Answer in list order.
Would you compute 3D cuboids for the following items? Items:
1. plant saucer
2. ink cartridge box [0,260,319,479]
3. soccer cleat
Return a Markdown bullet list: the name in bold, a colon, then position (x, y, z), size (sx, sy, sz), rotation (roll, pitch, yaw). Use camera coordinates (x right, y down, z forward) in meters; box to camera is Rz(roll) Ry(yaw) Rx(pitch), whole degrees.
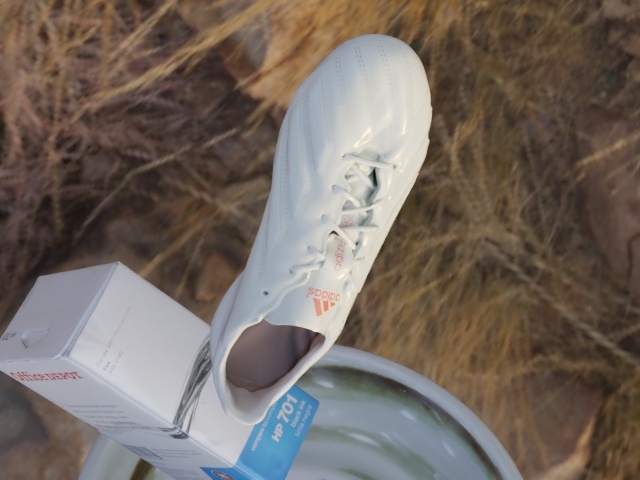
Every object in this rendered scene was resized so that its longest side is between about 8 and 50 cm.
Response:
- **plant saucer**: position (-0.014, 0.269, 1.239), size (0.401, 0.400, 0.100), rotation (21, 138, 10)
- **ink cartridge box**: position (-0.119, 0.102, 1.033), size (0.191, 0.082, 0.140), rotation (39, 155, -25)
- **soccer cleat**: position (0.000, 0.000, 0.653), size (0.068, 0.076, 0.196), rotation (17, 123, -13)
